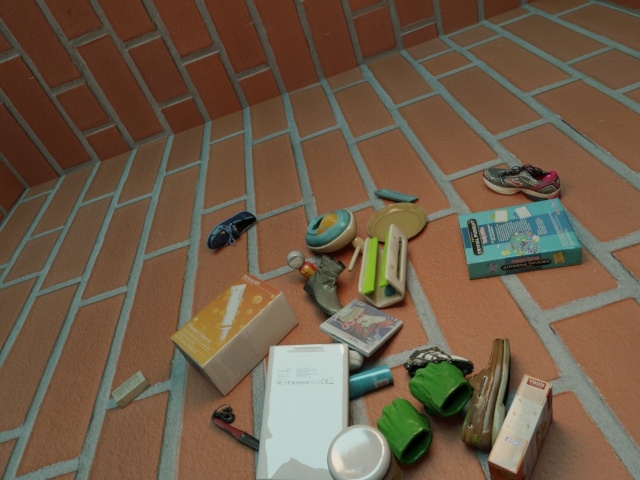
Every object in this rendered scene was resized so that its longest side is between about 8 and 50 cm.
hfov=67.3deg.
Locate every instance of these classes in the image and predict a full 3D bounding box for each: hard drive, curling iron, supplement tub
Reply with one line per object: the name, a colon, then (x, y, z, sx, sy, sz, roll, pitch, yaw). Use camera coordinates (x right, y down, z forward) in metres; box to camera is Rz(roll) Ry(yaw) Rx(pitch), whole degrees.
hard drive: (-0.039, 0.458, 1.303, 0.233, 0.047, 0.353, -4, 56, 11)
curling iron: (-0.221, 0.551, 1.388, 0.274, 0.035, 0.068, 18, 53, 41)
supplement tub: (0.108, 0.535, 1.108, 0.144, 0.199, 0.144, -14, 37, 11)

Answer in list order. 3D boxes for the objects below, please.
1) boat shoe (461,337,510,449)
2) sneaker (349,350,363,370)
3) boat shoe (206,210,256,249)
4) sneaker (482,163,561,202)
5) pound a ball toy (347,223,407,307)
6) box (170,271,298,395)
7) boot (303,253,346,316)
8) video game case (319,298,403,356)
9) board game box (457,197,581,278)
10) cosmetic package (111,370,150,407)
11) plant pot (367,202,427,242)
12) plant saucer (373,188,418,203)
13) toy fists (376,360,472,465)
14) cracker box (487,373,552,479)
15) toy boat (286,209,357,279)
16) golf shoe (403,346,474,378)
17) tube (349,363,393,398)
boat shoe: (0.423, 0.374, 1.222, 0.104, 0.110, 0.307, 1, 43, 26)
sneaker: (-0.016, 0.414, 1.419, 0.293, 0.108, 0.169, -7, 54, 13)
boat shoe: (-0.397, -0.051, 2.159, 0.089, 0.109, 0.258, 20, 56, 38)
sneaker: (0.753, -0.236, 1.804, 0.299, 0.112, 0.121, 21, 55, 43)
pound a ball toy: (0.205, 0.092, 1.689, 0.208, 0.136, 0.319, -31, 29, 33)
box: (-0.283, 0.302, 1.615, 0.215, 0.168, 0.345, 22, 55, 43)
boot: (0.038, 0.150, 1.650, 0.161, 0.083, 0.246, -60, 39, 8)
video game case: (0.128, 0.264, 1.492, 0.183, 0.023, 0.201, 23, 33, 31)
board game box: (0.648, -0.008, 1.603, 0.336, 0.079, 0.253, -10, 39, 16)
cosmetic package: (-0.649, 0.509, 1.649, 0.115, 0.041, 0.060, -38, 39, -20)
plant pot: (0.300, -0.064, 1.884, 0.236, 0.032, 0.236, -14, 37, 11)
plant saucer: (0.315, -0.186, 2.022, 0.067, 0.018, 0.192, -21, 30, -40)
toy fists: (0.256, 0.427, 1.219, 0.279, 0.096, 0.142, -48, 29, -6)
cracker box: (0.455, 0.444, 1.083, 0.067, 0.155, 0.232, 13, 50, 37)
toy boat: (0.000, 0.000, 1.823, 0.267, 0.148, 0.318, -13, 40, 55)
golf shoe: (0.331, 0.329, 1.337, 0.198, 0.077, 0.094, -8, 28, 35)
tube: (0.104, 0.412, 1.372, 0.207, 0.080, 0.052, -19, 10, -2)
